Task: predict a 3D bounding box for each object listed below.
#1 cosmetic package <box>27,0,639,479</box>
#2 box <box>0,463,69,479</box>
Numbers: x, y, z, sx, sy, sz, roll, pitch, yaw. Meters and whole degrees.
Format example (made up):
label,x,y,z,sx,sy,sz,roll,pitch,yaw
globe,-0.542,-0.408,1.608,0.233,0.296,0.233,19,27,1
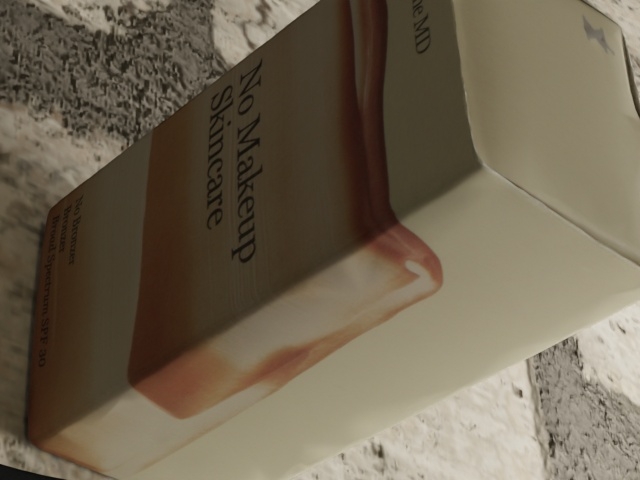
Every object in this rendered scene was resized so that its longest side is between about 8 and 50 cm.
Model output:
label,x,y,z,sx,sy,sz,roll,pitch,yaw
cosmetic package,0.000,0.000,0.708,0.129,0.296,0.153,28,44,-35
box,-0.062,0.247,0.399,0.395,0.293,0.212,23,15,-38
